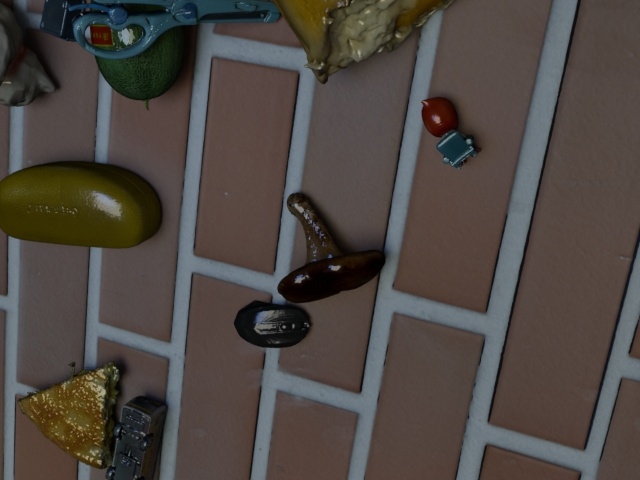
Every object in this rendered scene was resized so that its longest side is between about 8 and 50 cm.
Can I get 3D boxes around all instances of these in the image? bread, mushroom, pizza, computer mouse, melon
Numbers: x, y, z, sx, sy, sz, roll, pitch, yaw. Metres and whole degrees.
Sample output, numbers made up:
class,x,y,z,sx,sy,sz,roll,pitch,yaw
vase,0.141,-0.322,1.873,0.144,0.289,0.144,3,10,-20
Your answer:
class,x,y,z,sx,sy,sz,roll,pitch,yaw
bread,0.026,-0.512,1.416,0.361,0.250,0.394,-35,89,23
mushroom,0.000,0.000,1.644,0.227,0.148,0.217,-18,81,18
pizza,-0.535,0.384,1.960,0.280,0.075,0.287,43,112,0
computer mouse,-0.106,0.177,1.752,0.172,0.057,0.098,-1,96,19
melon,-0.351,-0.394,1.623,0.182,0.182,0.287,2,104,20

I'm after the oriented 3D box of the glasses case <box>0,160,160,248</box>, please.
class,x,y,z,sx,sy,sz,roll,pitch,yaw
glasses case,-0.531,-0.078,1.794,0.372,0.141,0.173,5,105,19

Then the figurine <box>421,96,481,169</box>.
class,x,y,z,sx,sy,sz,roll,pitch,yaw
figurine,0.228,-0.198,1.522,0.068,0.075,0.140,-35,93,25

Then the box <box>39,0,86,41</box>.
class,x,y,z,sx,sy,sz,roll,pitch,yaw
box,-0.535,-0.464,1.740,0.074,0.054,0.099,22,110,12

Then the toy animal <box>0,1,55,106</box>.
class,x,y,z,sx,sy,sz,roll,pitch,yaw
toy animal,-0.714,-0.397,1.789,0.308,0.188,0.266,-6,81,32

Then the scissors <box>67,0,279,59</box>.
class,x,y,z,sx,sy,sz,roll,pitch,yaw
scissors,-0.253,-0.411,1.519,0.032,0.393,0.180,55,142,46

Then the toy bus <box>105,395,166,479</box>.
class,x,y,z,sx,sy,sz,roll,pitch,yaw
toy bus,-0.419,0.481,1.921,0.092,0.106,0.268,20,112,14
